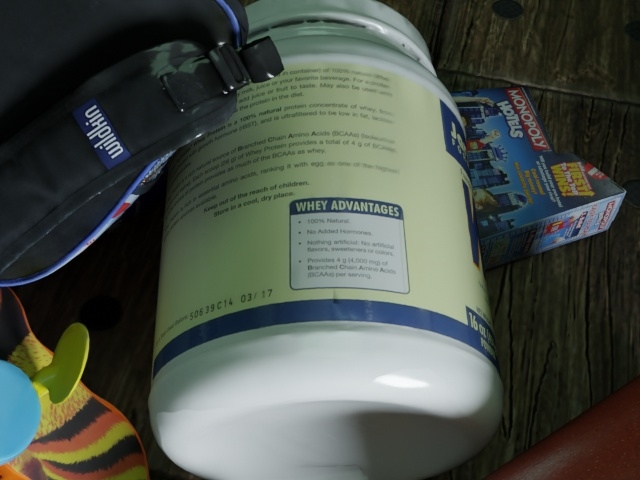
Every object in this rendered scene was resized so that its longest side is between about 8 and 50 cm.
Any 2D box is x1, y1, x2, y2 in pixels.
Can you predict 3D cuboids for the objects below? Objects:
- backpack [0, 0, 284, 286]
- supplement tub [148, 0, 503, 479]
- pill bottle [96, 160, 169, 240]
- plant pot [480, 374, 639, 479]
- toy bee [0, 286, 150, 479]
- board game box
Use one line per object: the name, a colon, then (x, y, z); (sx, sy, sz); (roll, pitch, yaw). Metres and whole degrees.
backpack: (-0.205, -0.114, 0.550); (0.276, 0.263, 0.213); (39, 12, -13)
supplement tub: (0.000, 0.000, 0.642); (0.235, 0.235, 0.325); (0, 58, -2)
pill bottle: (-0.244, -0.058, 0.738); (0.264, 0.153, 0.153); (-35, 62, -24)
plant pot: (0.219, 0.201, 0.516); (0.265, 0.272, 0.272); (-24, 58, -9)
toy bee: (-0.225, 0.086, 0.590); (0.195, 0.298, 0.162); (-11, 39, 29)
board game box: (0.172, -0.057, 0.811); (0.194, 0.060, 0.194); (-5, 54, -7)
